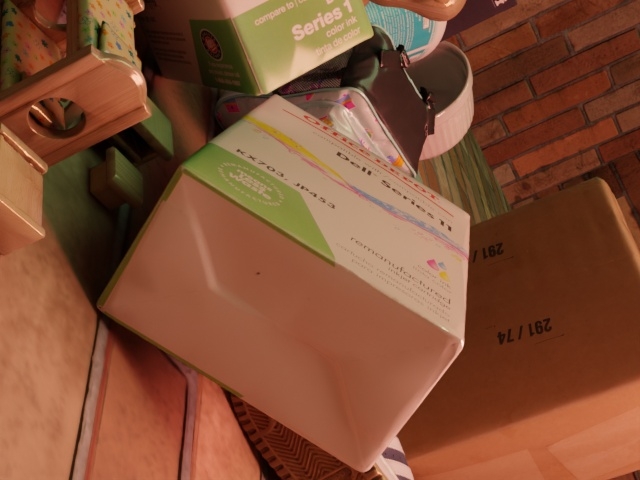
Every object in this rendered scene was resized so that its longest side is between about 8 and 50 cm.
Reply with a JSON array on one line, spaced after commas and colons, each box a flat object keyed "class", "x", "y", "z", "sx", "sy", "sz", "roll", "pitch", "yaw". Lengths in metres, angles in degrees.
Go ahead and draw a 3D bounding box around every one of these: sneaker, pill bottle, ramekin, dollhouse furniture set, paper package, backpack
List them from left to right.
[{"class": "dollhouse furniture set", "x": -0.126, "y": -0.060, "z": 0.617, "sx": 0.161, "sy": 0.101, "sz": 0.182, "roll": 49, "pitch": 23, "yaw": -48}, {"class": "backpack", "x": -0.006, "y": -0.116, "z": 0.963, "sx": 0.166, "sy": 0.188, "sz": 0.144, "roll": 45, "pitch": 62, "yaw": -49}, {"class": "pill bottle", "x": 0.035, "y": -0.273, "z": 1.262, "sx": 0.264, "sy": 0.146, "sz": 0.146, "roll": -28, "pitch": 95, "yaw": -44}, {"class": "sneaker", "x": 0.037, "y": 0.188, "z": 0.804, "sx": 0.282, "sy": 0.099, "sz": 0.153, "roll": 62, "pitch": 17, "yaw": -5}, {"class": "ramekin", "x": 0.157, "y": -0.226, "z": 1.647, "sx": 0.109, "sy": 0.207, "sz": 0.207, "roll": 62, "pitch": 13, "yaw": -48}, {"class": "paper package", "x": 0.233, "y": 0.123, "z": 1.129, "sx": 0.168, "sy": 0.325, "sz": 0.309, "roll": 52, "pitch": 21, "yaw": -40}]

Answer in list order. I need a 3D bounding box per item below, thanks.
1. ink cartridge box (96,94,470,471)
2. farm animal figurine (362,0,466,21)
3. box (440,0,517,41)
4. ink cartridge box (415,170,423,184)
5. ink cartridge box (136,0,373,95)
[{"class": "ink cartridge box", "x": 0.000, "y": 0.000, "z": 0.762, "sx": 0.207, "sy": 0.119, "sz": 0.353, "roll": 32, "pitch": 19, "yaw": -2}, {"class": "farm animal figurine", "x": -0.004, "y": -0.351, "z": 1.069, "sx": 0.172, "sy": 0.327, "sz": 0.330, "roll": 53, "pitch": 18, "yaw": -77}, {"class": "box", "x": 0.068, "y": -0.432, "z": 1.427, "sx": 0.343, "sy": 0.312, "sz": 0.179, "roll": 49, "pitch": 22, "yaw": -48}, {"class": "ink cartridge box", "x": 0.061, "y": -0.156, "z": 1.408, "sx": 0.160, "sy": 0.092, "sz": 0.219, "roll": 41, "pitch": 29, "yaw": -58}, {"class": "ink cartridge box", "x": -0.096, "y": -0.267, "z": 0.773, "sx": 0.201, "sy": 0.117, "sz": 0.278, "roll": 23, "pitch": -41, "yaw": 58}]
